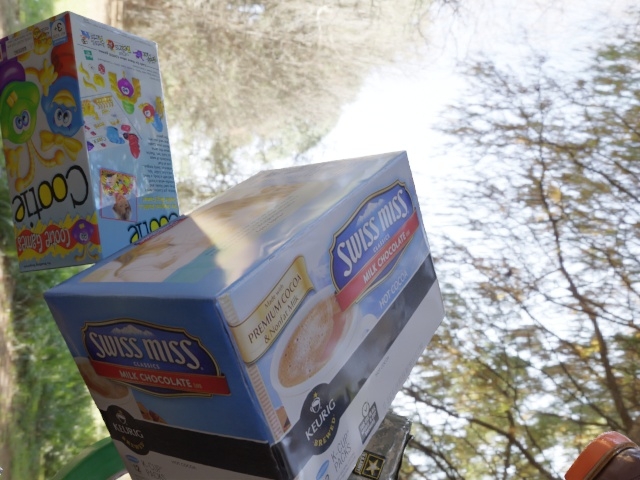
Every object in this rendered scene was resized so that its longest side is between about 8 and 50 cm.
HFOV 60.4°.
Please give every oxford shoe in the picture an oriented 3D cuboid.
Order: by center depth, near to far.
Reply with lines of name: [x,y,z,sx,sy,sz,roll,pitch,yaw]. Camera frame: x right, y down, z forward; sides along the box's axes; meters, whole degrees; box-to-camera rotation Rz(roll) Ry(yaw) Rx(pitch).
oxford shoe: [0.270,0.331,0.565,0.271,0.097,0.098,-54,-153,-5]

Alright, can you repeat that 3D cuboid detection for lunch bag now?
lunch bag: [0.041,0.455,1.201,0.169,0.287,0.235,47,62,-68]

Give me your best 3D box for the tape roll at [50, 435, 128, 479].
tape roll: [-0.246,0.433,0.773,0.077,0.321,0.321,-25,-115,54]

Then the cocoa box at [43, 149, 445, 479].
cocoa box: [-0.046,0.069,0.587,0.231,0.347,0.228,-3,-66,35]

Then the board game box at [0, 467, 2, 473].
board game box: [-0.478,0.324,0.654,0.026,0.154,0.103,12,-99,33]

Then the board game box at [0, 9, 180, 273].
board game box: [-0.284,-0.108,0.681,0.142,0.144,0.275,-7,-90,26]
